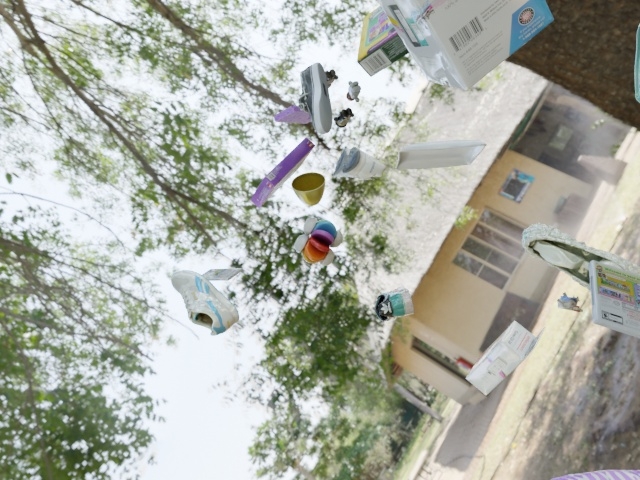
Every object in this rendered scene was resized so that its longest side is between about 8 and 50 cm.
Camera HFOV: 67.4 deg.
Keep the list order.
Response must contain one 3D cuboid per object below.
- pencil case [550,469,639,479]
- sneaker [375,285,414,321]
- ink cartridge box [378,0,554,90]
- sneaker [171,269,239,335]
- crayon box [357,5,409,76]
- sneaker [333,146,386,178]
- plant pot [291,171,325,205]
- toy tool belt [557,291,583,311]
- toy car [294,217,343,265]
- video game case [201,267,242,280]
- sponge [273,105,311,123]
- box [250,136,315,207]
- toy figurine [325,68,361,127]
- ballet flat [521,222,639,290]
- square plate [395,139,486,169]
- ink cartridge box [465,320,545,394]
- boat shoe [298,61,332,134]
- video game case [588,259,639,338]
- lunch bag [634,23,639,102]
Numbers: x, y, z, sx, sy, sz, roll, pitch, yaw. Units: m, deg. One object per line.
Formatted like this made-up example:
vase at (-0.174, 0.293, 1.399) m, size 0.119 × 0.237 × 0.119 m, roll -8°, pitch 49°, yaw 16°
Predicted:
pencil case at (0.445, 0.403, 0.738) m, size 0.088 × 0.206 × 0.086 m, roll 174°, pitch 100°, yaw -67°
sneaker at (0.244, 0.219, 1.659) m, size 0.302 × 0.121 × 0.108 m, roll 60°, pitch -162°, yaw -80°
ink cartridge box at (0.242, -0.458, 0.886) m, size 0.198 × 0.270 × 0.197 m, roll -38°, pitch 25°, yaw 6°
sneaker at (-0.329, 0.164, 1.299) m, size 0.092 × 0.228 × 0.087 m, roll -36°, pitch -27°, yaw -45°
crayon box at (0.327, -0.870, 1.915) m, size 0.106 × 0.363 × 0.313 m, roll 37°, pitch -131°, yaw -33°
sneaker at (0.126, -0.245, 1.620) m, size 0.297 × 0.129 × 0.111 m, roll -125°, pitch 56°, yaw -75°
plant pot at (-0.040, -0.191, 1.879) m, size 0.134 × 0.134 × 0.095 m, roll -45°, pitch -40°, yaw -33°
toy tool belt at (0.733, 0.179, 1.408) m, size 0.083 × 0.052 × 0.051 m, roll 174°, pitch 107°, yaw -83°
toy car at (0.000, 0.000, 1.822) m, size 0.182 × 0.159 × 0.136 m, roll -63°, pitch 7°, yaw -13°
video game case at (-0.328, 0.110, 1.553) m, size 0.087 × 0.122 × 0.011 m, roll -42°, pitch -54°, yaw -62°
sponge at (-0.089, -0.538, 2.053) m, size 0.210 × 0.117 × 0.031 m, roll -16°, pitch -91°, yaw -50°
box at (-0.156, -0.280, 1.983) m, size 0.293 × 0.057 × 0.201 m, roll -50°, pitch 5°, yaw -32°
toy figurine at (0.067, -0.639, 2.169) m, size 0.148 × 0.213 × 0.209 m, roll 144°, pitch 147°, yaw -79°
ballet flat at (0.833, 0.082, 1.535) m, size 0.147 × 0.409 × 0.147 m, roll -47°, pitch -26°, yaw -32°
square plate at (0.506, -0.373, 2.084) m, size 0.344 × 0.347 × 0.049 m, roll 30°, pitch -122°, yaw -83°
ink cartridge box at (0.454, 0.276, 1.179) m, size 0.115 × 0.067 × 0.198 m, roll -28°, pitch -27°, yaw -50°
boat shoe at (-0.030, -0.512, 1.758) m, size 0.113 × 0.105 × 0.306 m, roll 28°, pitch -130°, yaw -59°
video game case at (0.814, 0.164, 1.258) m, size 0.023 × 0.212 × 0.193 m, roll 105°, pitch -177°, yaw -55°
lunch bag at (0.784, -0.404, 0.979) m, size 0.223 × 0.160 × 0.262 m, roll -23°, pitch -47°, yaw 16°
